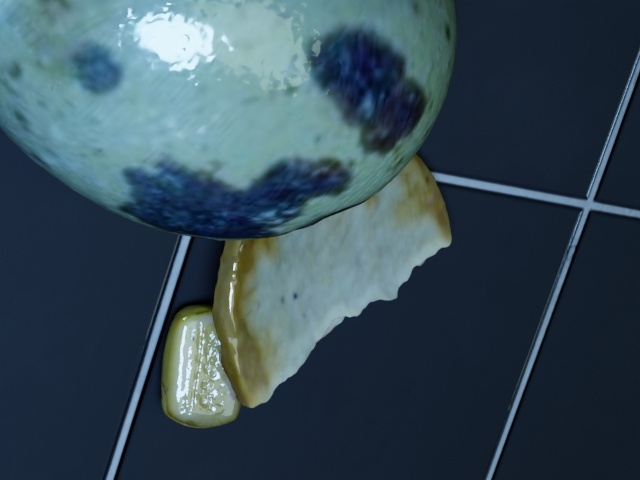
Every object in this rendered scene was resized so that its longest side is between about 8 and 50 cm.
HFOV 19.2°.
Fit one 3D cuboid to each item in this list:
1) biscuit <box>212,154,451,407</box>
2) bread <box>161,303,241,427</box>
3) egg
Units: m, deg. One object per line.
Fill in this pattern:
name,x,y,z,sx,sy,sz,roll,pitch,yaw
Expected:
biscuit,0.000,0.000,1.782,0.309,0.040,0.204,-38,124,-34
bread,-0.110,0.116,1.770,0.082,0.056,0.115,1,95,-18
egg,-0.091,-0.178,1.449,0.428,0.345,0.345,22,97,-43
